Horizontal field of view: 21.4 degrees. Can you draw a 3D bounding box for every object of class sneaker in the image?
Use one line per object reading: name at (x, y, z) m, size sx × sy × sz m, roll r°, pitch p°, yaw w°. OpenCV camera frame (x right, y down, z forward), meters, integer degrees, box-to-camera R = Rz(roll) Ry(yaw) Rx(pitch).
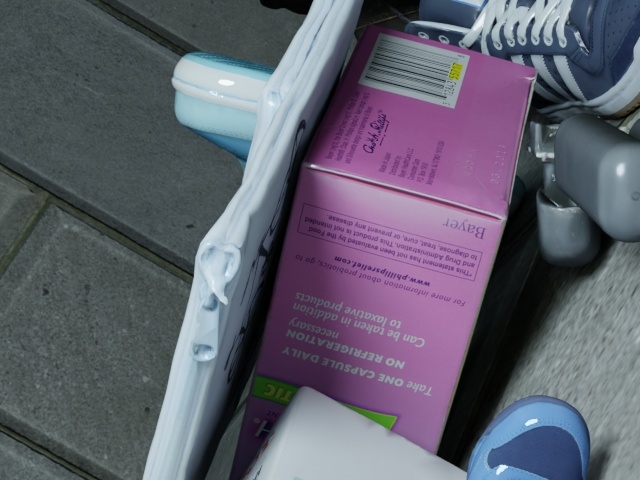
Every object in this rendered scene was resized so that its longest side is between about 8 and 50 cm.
sneaker at (0.152, -0.156, 1.157) m, size 0.099 × 0.153 × 0.282 m, roll -61°, pitch 5°, yaw -9°
sneaker at (0.000, 0.000, 1.218) m, size 0.127 × 0.319 × 0.208 m, roll 27°, pitch 95°, yaw 52°
sneaker at (0.078, 0.137, 0.738) m, size 0.059 × 0.053 × 0.144 m, roll -90°, pitch 24°, yaw -78°

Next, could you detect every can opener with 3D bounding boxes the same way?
can opener at (0.158, -0.018, 0.882) m, size 0.283 × 0.076 × 0.095 m, roll -88°, pitch -3°, yaw -81°

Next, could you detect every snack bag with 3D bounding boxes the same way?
snack bag at (-0.055, 0.041, 0.986) m, size 0.342 × 0.037 × 0.323 m, roll -69°, pitch -3°, yaw -55°

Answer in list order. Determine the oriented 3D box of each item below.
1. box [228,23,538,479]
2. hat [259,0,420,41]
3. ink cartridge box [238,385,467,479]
box at (0.040, 0.025, 1.044) m, size 0.213 × 0.117 × 0.243 m, roll -68°, pitch -8°, yaw -60°
hat at (0.120, -0.172, 1.440) m, size 0.331 × 0.331 × 0.134 m, roll -94°, pitch -6°, yaw -82°
ink cartridge box at (-0.031, 0.235, 0.853) m, size 0.201 × 0.117 × 0.278 m, roll -58°, pitch 4°, yaw 27°
